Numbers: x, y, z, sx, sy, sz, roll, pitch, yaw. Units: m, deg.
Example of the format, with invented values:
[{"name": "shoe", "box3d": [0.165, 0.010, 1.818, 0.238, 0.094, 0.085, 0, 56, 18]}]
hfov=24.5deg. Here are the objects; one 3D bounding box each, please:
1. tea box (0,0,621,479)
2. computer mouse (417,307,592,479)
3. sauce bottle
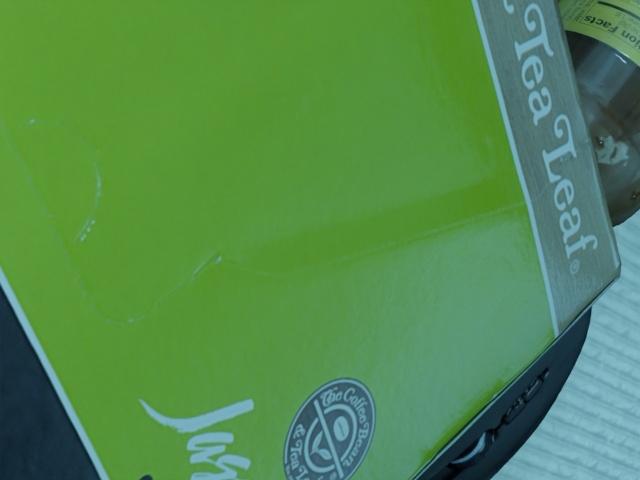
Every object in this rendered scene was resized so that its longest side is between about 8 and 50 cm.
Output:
[{"name": "tea box", "box3d": [-0.115, -0.052, 0.428, 0.323, 0.220, 0.329, -38, 125, -28]}, {"name": "computer mouse", "box3d": [0.110, 0.113, 0.851, 0.184, 0.060, 0.262, 45, 72, -40]}, {"name": "sauce bottle", "box3d": [0.159, -0.083, 0.805, 0.344, 0.111, 0.111, -49, 130, -19]}]
